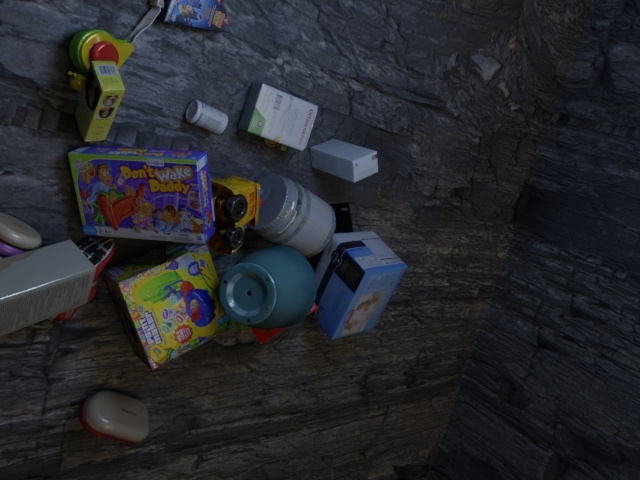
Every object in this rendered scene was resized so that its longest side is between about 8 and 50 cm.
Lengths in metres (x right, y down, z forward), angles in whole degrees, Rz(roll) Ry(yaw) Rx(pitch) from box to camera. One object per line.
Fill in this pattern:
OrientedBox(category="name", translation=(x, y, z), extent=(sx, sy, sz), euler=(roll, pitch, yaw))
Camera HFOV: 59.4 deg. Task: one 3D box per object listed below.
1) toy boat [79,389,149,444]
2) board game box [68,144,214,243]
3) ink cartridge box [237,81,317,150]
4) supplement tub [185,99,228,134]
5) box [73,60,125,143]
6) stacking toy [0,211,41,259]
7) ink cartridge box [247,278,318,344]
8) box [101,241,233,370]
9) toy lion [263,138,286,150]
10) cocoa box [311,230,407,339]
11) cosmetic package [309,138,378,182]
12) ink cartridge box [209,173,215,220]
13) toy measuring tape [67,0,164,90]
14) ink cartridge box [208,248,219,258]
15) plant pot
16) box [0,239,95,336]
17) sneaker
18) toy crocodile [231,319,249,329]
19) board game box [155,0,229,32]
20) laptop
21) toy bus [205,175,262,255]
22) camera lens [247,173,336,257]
OrientedBox(category="toy boat", translation=(-0.669, 0.576, 1.781), extent=(0.151, 0.151, 0.231), euler=(-34, 136, 14))
OrientedBox(category="board game box", translation=(-0.466, -0.122, 1.479), extent=(0.078, 0.347, 0.233), euler=(-68, 160, -62))
OrientedBox(category="ink cartridge box", translation=(-0.133, -0.389, 1.775), extent=(0.212, 0.093, 0.154), euler=(14, 99, -33))
OrientedBox(category="supplement tub", translation=(-0.334, -0.362, 1.649), extent=(0.107, 0.071, 0.071), euler=(20, 96, -45))
OrientedBox(category="box", translation=(-0.543, -0.332, 1.370), extent=(0.058, 0.087, 0.232), euler=(-14, 164, -37))
OrientedBox(category="stacking toy", translation=(-0.842, 0.097, 1.386), extent=(0.141, 0.141, 0.330), euler=(34, 91, -45))
OrientedBox(category="ink cartridge box", translation=(-0.162, 0.192, 1.965), extent=(0.275, 0.239, 0.060), euler=(-29, 169, -33))
OrientedBox(category="box", translation=(-0.457, 0.180, 1.693), extent=(0.279, 0.177, 0.289), euler=(-27, 114, -30))
OrientedBox(category="toy lion", translation=(-0.142, -0.350, 1.857), extent=(0.096, 0.034, 0.100), euler=(34, 86, -38))
OrientedBox(category="cocoa box", translation=(0.122, 0.169, 2.136), extent=(0.231, 0.228, 0.347), euler=(-6, 132, -40))
OrientedBox(category="cosmetic package", translation=(0.079, -0.279, 1.941), extent=(0.117, 0.231, 0.085), euler=(-26, 126, -30))
OrientedBox(category="ink cartridge box", translation=(-0.397, -0.140, 1.608), extent=(0.086, 0.203, 0.148), euler=(-22, 124, -35))
OrientedBox(category="toy measuring tape", translation=(-0.520, -0.510, 1.388), extent=(0.330, 0.121, 0.121), euler=(-58, 136, -13))
OrientedBox(category="ink cartridge box", translation=(-0.347, -0.047, 1.787), extent=(0.127, 0.072, 0.175), euler=(-31, 126, -28))
OrientedBox(category="plant pot", translation=(-0.178, 0.153, 1.720), extent=(0.271, 0.272, 0.255), euler=(-68, 164, 7))
OrientedBox(category="box", translation=(-0.719, 0.122, 1.348), extent=(0.311, 0.121, 0.148), euler=(-23, 149, -51))
OrientedBox(category="sneaker", translation=(-0.669, 0.107, 1.580), extent=(0.279, 0.107, 0.118), euler=(-52, 153, -5))
OrientedBox(category="toy crocodile", translation=(-0.208, 0.239, 2.036), extent=(0.341, 0.105, 0.115), euler=(-11, 156, -36))
OrientedBox(category="board game box", translation=(-0.325, -0.653, 1.524), extent=(0.194, 0.060, 0.194), euler=(11, 102, -45))
OrientedBox(category="laptop", translation=(0.000, 0.000, 2.163), extent=(0.234, 0.136, 0.264), euler=(-5, 139, -40))
OrientedBox(category="toy bus", translation=(-0.255, -0.089, 1.714), extent=(0.211, 0.149, 0.220), euler=(-25, 127, -50))
OrientedBox(category="camera lens", translation=(-0.097, -0.077, 1.891), extent=(0.274, 0.219, 0.219), euler=(30, 89, -46))
